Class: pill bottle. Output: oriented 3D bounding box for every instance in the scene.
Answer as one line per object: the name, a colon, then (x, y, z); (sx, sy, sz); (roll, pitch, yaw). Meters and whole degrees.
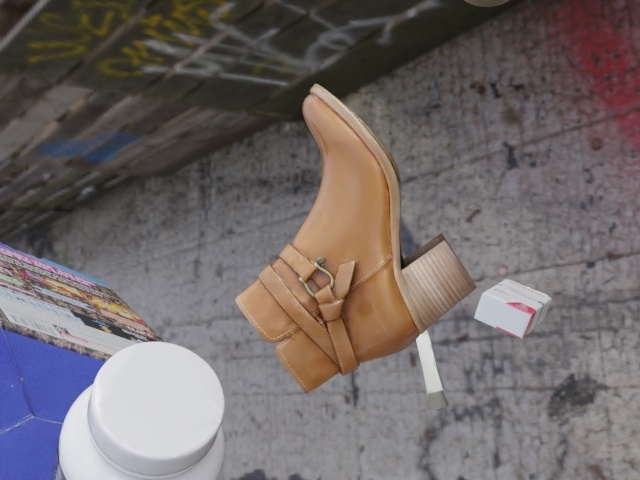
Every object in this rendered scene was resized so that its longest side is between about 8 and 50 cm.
pill bottle: (-0.127, 0.155, 0.640); (0.112, 0.112, 0.187); (66, 149, 31)

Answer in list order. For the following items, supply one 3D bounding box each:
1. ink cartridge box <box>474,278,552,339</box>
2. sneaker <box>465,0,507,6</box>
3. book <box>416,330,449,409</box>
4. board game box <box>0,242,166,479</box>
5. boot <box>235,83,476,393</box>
ink cartridge box: (0.400, 0.140, 1.906); (0.109, 0.150, 0.063); (24, 110, 24)
sneaker: (0.115, -0.224, 0.659); (0.086, 0.064, 0.192); (81, -172, -60)
book: (0.170, 0.202, 1.427); (0.144, 0.035, 0.096); (62, -164, -68)
board game box: (-0.288, 0.117, 0.912); (0.291, 0.232, 0.141); (31, 93, 51)
boot: (0.000, 0.000, 0.668); (0.152, 0.073, 0.197); (-33, 83, 7)
